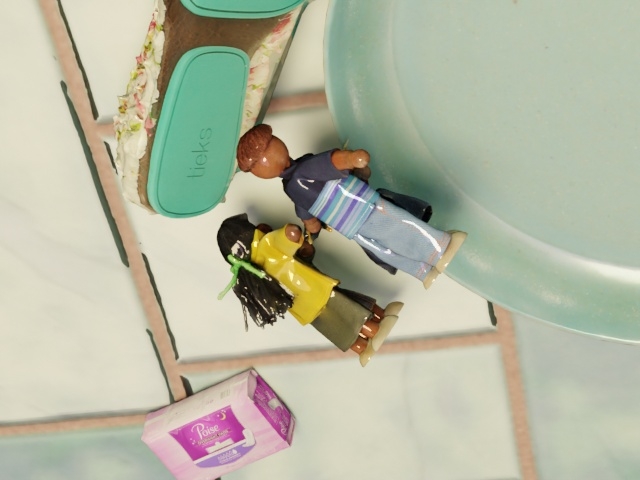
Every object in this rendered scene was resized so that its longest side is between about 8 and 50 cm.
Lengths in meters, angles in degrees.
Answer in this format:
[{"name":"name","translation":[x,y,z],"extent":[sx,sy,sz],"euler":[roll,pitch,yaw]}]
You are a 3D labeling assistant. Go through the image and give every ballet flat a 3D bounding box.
[{"name":"ballet flat","translation":[-0.049,-0.117,0.620],"extent":[0.091,0.077,0.241],"euler":[4,130,-33]}]

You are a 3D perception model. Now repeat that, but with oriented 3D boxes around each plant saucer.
[{"name":"plant saucer","translation":[0.159,-0.074,0.608],"extent":[0.317,0.043,0.317],"euler":[10,133,10]}]

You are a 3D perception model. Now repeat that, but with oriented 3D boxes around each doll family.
[{"name":"doll family","translation":[0.000,0.000,0.661],"extent":[0.111,0.076,0.193],"euler":[35,140,2]}]

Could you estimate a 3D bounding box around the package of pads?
[{"name":"package of pads","translation":[-0.062,0.114,0.797],"extent":[0.083,0.032,0.050],"euler":[-26,117,22]}]
